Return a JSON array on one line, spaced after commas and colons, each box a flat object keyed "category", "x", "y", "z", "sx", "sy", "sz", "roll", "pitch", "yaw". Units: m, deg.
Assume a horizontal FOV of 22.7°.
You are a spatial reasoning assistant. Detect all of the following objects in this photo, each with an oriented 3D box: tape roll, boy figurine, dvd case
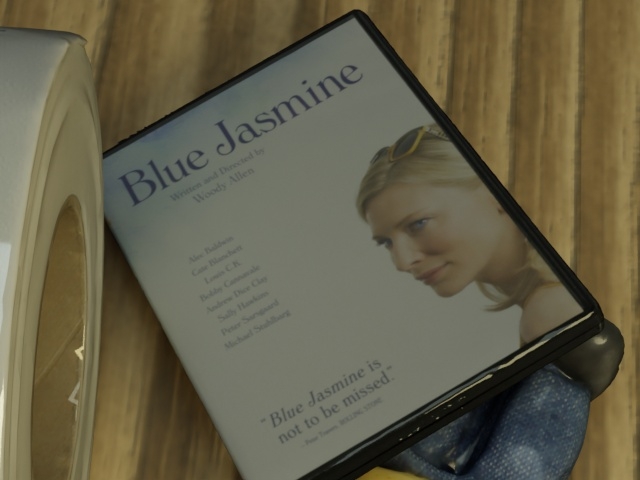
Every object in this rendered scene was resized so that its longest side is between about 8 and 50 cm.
[{"category": "tape roll", "x": -0.157, "y": 0.050, "z": 0.676, "sx": 0.100, "sy": 0.286, "sz": 0.286, "roll": 3, "pitch": 63, "yaw": 0}, {"category": "boy figurine", "x": 0.039, "y": 0.150, "z": 0.744, "sx": 0.177, "sy": 0.092, "sz": 0.285, "roll": 26, "pitch": 61, "yaw": 8}, {"category": "dvd case", "x": 0.000, "y": 0.000, "z": 0.797, "sx": 0.180, "sy": 0.022, "sz": 0.253, "roll": -31, "pitch": 50, "yaw": -4}]
